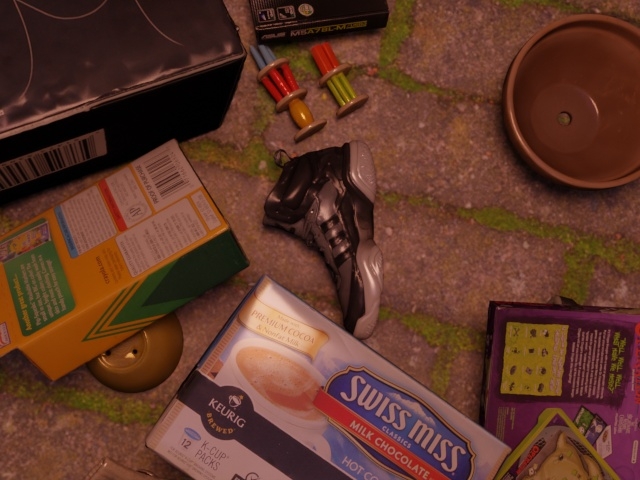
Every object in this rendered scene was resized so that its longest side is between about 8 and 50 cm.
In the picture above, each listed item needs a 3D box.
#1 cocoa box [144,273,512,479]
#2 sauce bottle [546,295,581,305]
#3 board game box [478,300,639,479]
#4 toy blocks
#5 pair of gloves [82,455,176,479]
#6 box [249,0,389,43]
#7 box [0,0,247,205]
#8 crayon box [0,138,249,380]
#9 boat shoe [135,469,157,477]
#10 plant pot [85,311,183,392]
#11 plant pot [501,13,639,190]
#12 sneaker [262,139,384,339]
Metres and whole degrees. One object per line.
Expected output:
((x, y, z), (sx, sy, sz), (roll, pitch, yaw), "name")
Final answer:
((0.003, 0.231, 0.932), (0.347, 0.231, 0.228), (35, 82, -1), "cocoa box")
((0.467, 0.161, 1.042), (0.344, 0.111, 0.112), (18, 83, -1), "sauce bottle")
((0.303, 0.253, 0.975), (0.208, 0.056, 0.347), (4, 97, 2), "board game box")
((-0.021, -0.229, 1.065), (0.123, 0.054, 0.148), (-31, 87, -6), "toy blocks")
((-0.244, 0.390, 0.952), (0.204, 0.042, 0.240), (29, 95, -25), "pair of gloves")
((-0.013, -0.372, 1.066), (0.184, 0.045, 0.191), (-9, 72, -3), "box")
((-0.404, -0.305, 0.893), (0.479, 0.297, 0.472), (-22, 88, -15), "box")
((-0.274, 0.028, 0.952), (0.322, 0.083, 0.203), (-30, 48, -7), "crayon box")
((-0.304, 0.356, 0.978), (0.206, 0.065, 0.075), (-26, 87, -7), "boat shoe")
((-0.247, 0.133, 0.990), (0.134, 0.095, 0.134), (0, 85, -5), "plant pot")
((0.358, -0.180, 1.064), (0.237, 0.110, 0.238), (0, 84, -4), "plant pot")
((0.000, 0.000, 1.025), (0.153, 0.101, 0.269), (-2, 79, -4), "sneaker")
